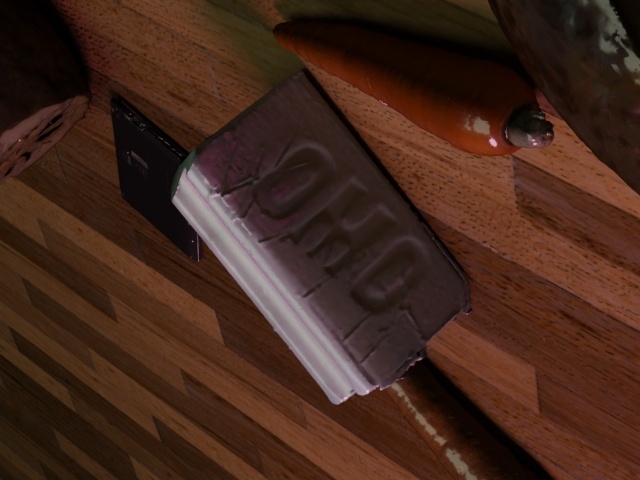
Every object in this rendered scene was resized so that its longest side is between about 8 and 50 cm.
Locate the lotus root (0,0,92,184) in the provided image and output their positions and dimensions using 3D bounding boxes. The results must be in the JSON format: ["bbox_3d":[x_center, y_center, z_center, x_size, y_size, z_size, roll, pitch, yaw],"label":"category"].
[{"bbox_3d":[-0.418,-0.206,1.725,0.346,0.250,0.250,43,154,5],"label":"lotus root"}]

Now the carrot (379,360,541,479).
[{"bbox_3d":[0.150,0.208,1.552,0.342,0.070,0.070,51,155,14],"label":"carrot"}]

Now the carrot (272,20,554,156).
[{"bbox_3d":[0.062,-0.128,1.257,0.336,0.069,0.069,31,149,48],"label":"carrot"}]

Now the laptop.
[{"bbox_3d":[-0.176,-0.063,1.778,0.129,0.016,0.180,40,154,23],"label":"laptop"}]

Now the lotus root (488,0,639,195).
[{"bbox_3d":[0.173,-0.127,0.971,0.314,0.142,0.210,50,156,5],"label":"lotus root"}]

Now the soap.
[{"bbox_3d":[0.000,0.000,1.413,0.261,0.150,0.094,51,158,-2],"label":"soap"}]
